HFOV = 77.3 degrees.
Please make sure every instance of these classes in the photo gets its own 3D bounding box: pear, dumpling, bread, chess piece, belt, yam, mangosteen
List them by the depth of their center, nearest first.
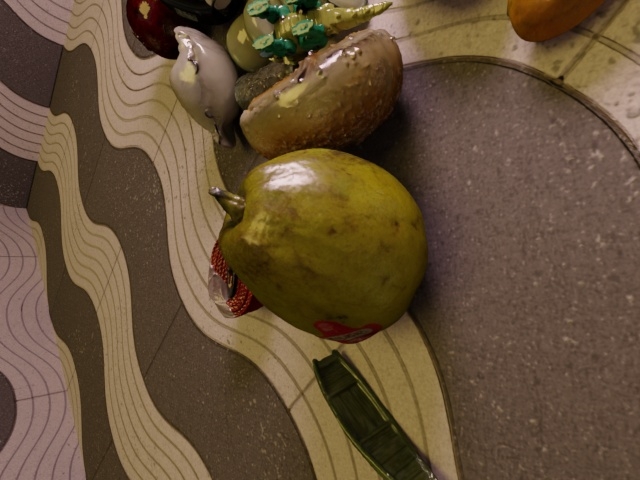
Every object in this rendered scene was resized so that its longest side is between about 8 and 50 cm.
[{"bbox_3d":[0.000,0.000,0.616,0.287,0.375,0.287,-29,49,40],"label":"pear"},{"bbox_3d":[0.005,-0.230,0.691,0.305,0.305,0.158,-14,114,42],"label":"bread"},{"bbox_3d":[-0.080,-0.467,0.841,0.330,0.182,0.182,-15,78,48],"label":"chess piece"},{"bbox_3d":[-0.097,-0.342,0.888,0.183,0.107,0.107,-7,83,42],"label":"yam"},{"bbox_3d":[-0.173,0.073,0.929,0.128,0.124,0.201,12,102,24],"label":"belt"},{"bbox_3d":[-0.271,-0.375,0.995,0.175,0.227,0.243,16,111,-1],"label":"dumpling"},{"bbox_3d":[-0.432,-0.666,1.169,0.257,0.215,0.215,-46,54,-1],"label":"mangosteen"}]

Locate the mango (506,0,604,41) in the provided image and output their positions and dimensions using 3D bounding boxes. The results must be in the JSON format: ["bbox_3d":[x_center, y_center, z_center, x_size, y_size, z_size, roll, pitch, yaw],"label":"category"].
[{"bbox_3d":[0.314,-0.366,0.497,0.147,0.109,0.227,33,112,14],"label":"mango"}]

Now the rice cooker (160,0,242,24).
[{"bbox_3d":[-0.305,-0.678,0.985,0.224,0.267,0.267,-132,51,-81],"label":"rice cooker"}]

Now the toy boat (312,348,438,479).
[{"bbox_3d":[0.083,0.322,0.695,0.293,0.093,0.055,46,136,35],"label":"toy boat"}]

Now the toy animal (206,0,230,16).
[{"bbox_3d":[-0.209,-0.690,0.803,0.258,0.194,0.357,-25,87,27],"label":"toy animal"}]

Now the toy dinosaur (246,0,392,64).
[{"bbox_3d":[-0.011,-0.368,0.686,0.259,0.153,0.094,-8,97,28],"label":"toy dinosaur"}]
